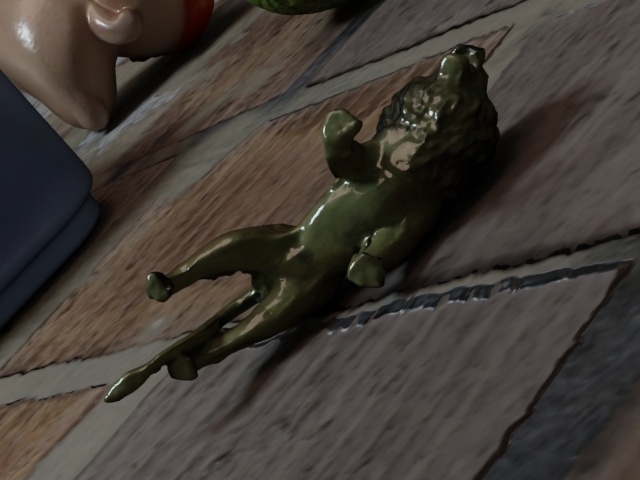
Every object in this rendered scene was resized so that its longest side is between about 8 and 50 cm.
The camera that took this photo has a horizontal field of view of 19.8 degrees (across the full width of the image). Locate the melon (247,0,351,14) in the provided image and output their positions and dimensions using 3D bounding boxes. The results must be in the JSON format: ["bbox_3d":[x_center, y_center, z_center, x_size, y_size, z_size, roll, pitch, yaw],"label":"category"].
[{"bbox_3d":[0.000,-0.232,1.240,0.139,0.139,0.192,-23,26,45],"label":"melon"}]

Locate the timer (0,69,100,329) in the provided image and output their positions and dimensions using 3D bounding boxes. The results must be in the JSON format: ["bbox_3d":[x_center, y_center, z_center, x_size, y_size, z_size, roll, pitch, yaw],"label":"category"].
[{"bbox_3d":[-0.362,0.042,1.238,0.395,0.173,0.395,-35,17,12],"label":"timer"}]

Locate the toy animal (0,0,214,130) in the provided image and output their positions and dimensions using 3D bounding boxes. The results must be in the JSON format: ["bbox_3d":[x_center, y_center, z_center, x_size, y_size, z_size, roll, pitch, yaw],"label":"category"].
[{"bbox_3d":[-0.177,-0.196,1.510,0.197,0.171,0.171,-47,18,-14],"label":"toy animal"}]

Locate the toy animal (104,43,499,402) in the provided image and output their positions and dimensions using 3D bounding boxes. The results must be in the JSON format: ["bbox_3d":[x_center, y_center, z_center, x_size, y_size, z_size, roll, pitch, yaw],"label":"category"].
[{"bbox_3d":[-0.002,-0.001,0.761,0.220,0.069,0.086,-36,-6,-9],"label":"toy animal"}]
